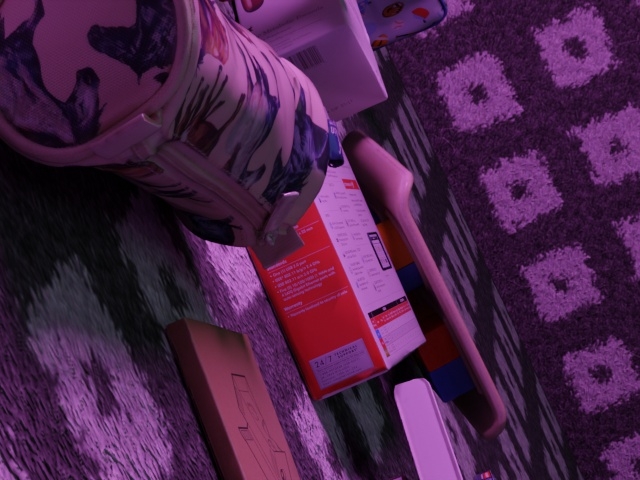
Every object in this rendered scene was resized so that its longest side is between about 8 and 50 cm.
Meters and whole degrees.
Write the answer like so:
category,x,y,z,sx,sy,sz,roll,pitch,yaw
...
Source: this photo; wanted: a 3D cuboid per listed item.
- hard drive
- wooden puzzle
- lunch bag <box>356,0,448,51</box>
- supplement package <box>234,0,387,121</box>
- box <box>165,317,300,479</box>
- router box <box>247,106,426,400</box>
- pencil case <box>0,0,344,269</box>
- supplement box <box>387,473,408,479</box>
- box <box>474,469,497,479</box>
category,x,y,z,sx,sy,sz,roll,pitch,yaw
hard drive,0.141,0.319,1.664,0.203,0.040,0.307,-106,180,-58
wooden puzzle,0.105,0.055,2.052,0.322,0.080,0.348,-126,-166,-72
lunch bag,0.071,-0.409,2.591,0.303,0.243,0.115,45,24,-62
supplement package,-0.021,-0.270,2.091,0.244,0.139,0.134,-105,168,-47
box,-0.052,0.161,1.270,0.201,0.021,0.164,68,10,12
router box,0.000,0.000,1.737,0.301,0.082,0.335,67,10,3
pencil case,-0.105,-0.097,1.193,0.183,0.160,0.410,54,6,15
supplement box,0.083,0.283,1.627,0.055,0.043,0.083,53,17,-53
box,0.264,0.400,2.354,0.137,0.027,0.094,55,16,-49
